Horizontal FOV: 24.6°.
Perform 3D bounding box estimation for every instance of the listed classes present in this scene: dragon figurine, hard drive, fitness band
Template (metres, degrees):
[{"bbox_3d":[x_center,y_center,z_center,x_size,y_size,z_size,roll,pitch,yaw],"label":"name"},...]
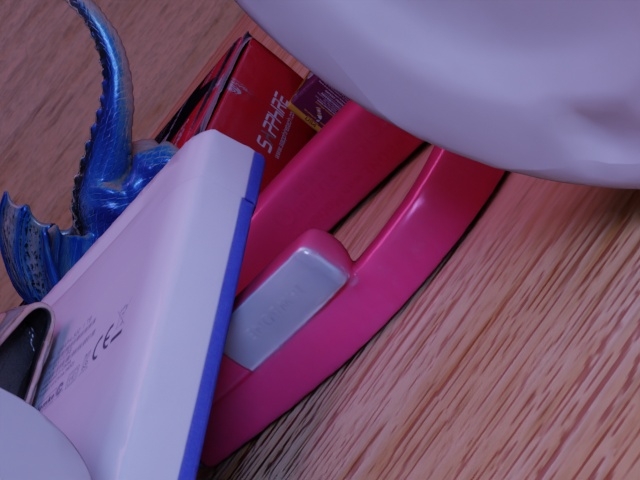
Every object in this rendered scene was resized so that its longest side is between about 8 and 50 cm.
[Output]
[{"bbox_3d":[-0.136,0.006,0.864,0.144,0.289,0.085,-27,29,-20],"label":"dragon figurine"},{"bbox_3d":[-0.114,0.126,0.634,0.210,0.040,0.318,-41,29,44],"label":"hard drive"},{"bbox_3d":[0.000,0.000,0.731,0.291,0.054,0.209,-42,13,40],"label":"fitness band"}]

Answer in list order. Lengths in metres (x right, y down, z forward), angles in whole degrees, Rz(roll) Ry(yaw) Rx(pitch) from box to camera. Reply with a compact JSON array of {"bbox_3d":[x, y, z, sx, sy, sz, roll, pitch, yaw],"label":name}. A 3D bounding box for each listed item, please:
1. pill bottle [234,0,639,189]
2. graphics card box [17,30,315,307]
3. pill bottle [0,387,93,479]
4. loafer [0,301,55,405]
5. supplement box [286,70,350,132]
[{"bbox_3d":[0.129,-0.229,0.467,0.392,0.224,0.224,-58,13,-22],"label":"pill bottle"},{"bbox_3d":[-0.151,0.037,1.094,0.371,0.094,0.233,-46,13,23],"label":"graphics card box"},{"bbox_3d":[-0.159,0.139,0.503,0.186,0.112,0.112,-55,10,18],"label":"pill bottle"},{"bbox_3d":[-0.154,0.079,0.670,0.039,0.045,0.125,-33,32,41],"label":"loafer"},{"bbox_3d":[0.022,-0.111,0.985,0.083,0.043,0.055,-36,18,53],"label":"supplement box"}]
